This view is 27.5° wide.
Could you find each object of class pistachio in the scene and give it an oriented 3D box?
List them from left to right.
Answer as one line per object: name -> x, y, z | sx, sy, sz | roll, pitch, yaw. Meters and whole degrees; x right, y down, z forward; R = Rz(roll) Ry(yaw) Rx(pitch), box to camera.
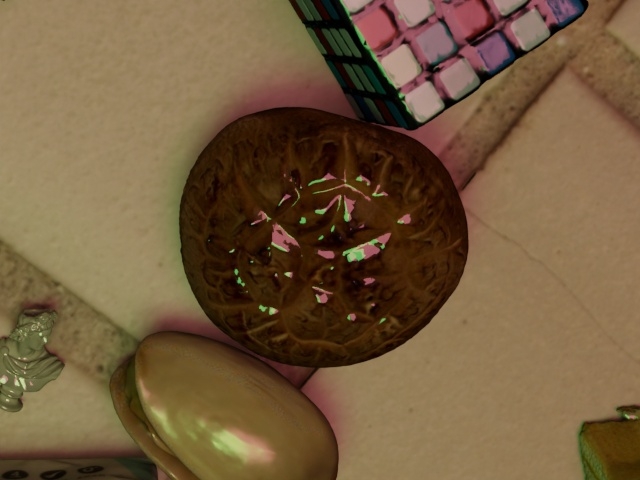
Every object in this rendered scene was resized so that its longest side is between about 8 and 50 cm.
pistachio -> -0.080, 0.161, 1.145 | 0.215, 0.144, 0.144 | 38, 89, -8

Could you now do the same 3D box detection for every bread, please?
bread -> 0.317, 0.245, 1.249 | 0.103, 0.110, 0.156 | -22, 101, -2

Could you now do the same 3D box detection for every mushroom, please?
mushroom -> 0.000, 0.000, 1.120 | 0.253, 0.153, 0.253 | 1, 118, 2

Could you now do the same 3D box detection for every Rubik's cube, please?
Rubik's cube -> 0.083, -0.216, 1.098 | 0.182, 0.187, 0.184 | -33, 101, -6

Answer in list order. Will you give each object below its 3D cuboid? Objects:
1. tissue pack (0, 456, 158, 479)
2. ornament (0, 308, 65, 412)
tissue pack -> -0.311, 0.327, 1.085 | 0.356, 0.194, 0.266 | 1, 98, -10
ornament -> -0.260, 0.103, 1.145 | 0.068, 0.041, 0.092 | -5, 108, -5
